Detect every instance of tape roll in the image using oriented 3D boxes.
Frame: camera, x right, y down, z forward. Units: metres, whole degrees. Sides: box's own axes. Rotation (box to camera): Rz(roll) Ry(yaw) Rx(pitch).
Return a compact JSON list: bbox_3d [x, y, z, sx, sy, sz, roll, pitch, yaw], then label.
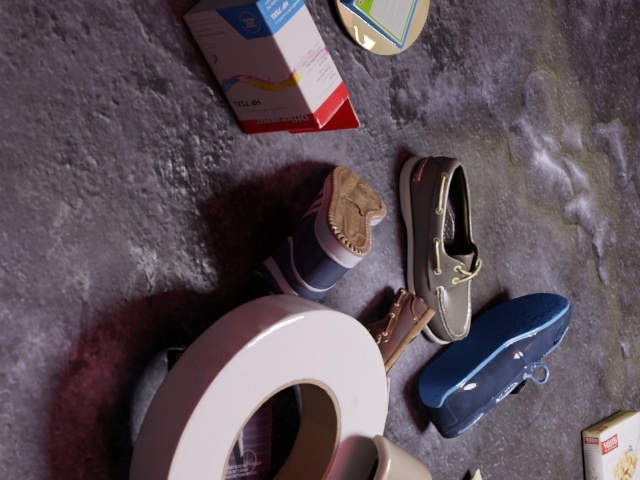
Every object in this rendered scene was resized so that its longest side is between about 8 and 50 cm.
[{"bbox_3d":[-0.066,0.257,1.450,0.392,0.072,0.392,-23,123,-41],"label":"tape roll"}]

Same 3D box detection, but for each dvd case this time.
[{"bbox_3d":[-0.125,0.254,1.498,0.164,0.018,0.221,3,89,-48],"label":"dvd case"}]

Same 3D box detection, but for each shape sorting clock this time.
[{"bbox_3d":[0.090,-0.378,1.716,0.206,0.040,0.206,-6,99,-47],"label":"shape sorting clock"}]

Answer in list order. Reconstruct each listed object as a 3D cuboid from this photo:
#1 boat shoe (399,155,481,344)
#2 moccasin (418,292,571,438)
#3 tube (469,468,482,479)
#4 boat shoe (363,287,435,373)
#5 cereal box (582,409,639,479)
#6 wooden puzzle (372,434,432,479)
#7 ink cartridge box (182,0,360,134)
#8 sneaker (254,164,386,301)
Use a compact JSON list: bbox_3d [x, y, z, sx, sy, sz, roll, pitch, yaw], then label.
[{"bbox_3d":[0.195,0.019,1.803,0.109,0.091,0.305,-21,106,-46],"label":"boat shoe"},{"bbox_3d":[0.284,0.200,1.902,0.342,0.137,0.117,-29,117,-29],"label":"moccasin"},{"bbox_3d":[0.213,0.472,1.860,0.240,0.062,0.070,-39,159,-47],"label":"tube"},{"bbox_3d":[0.090,0.151,1.712,0.073,0.073,0.207,40,49,3],"label":"boat shoe"},{"bbox_3d":[0.582,0.471,2.284,0.173,0.047,0.240,-13,101,-48],"label":"cereal box"},{"bbox_3d":[0.095,0.463,1.593,0.322,0.080,0.348,48,56,-66],"label":"wooden puzzle"},{"bbox_3d":[-0.058,-0.215,1.479,0.078,0.134,0.231,-51,126,-36],"label":"ink cartridge box"},{"bbox_3d":[0.000,0.000,1.583,0.099,0.153,0.282,42,21,-7],"label":"sneaker"}]
